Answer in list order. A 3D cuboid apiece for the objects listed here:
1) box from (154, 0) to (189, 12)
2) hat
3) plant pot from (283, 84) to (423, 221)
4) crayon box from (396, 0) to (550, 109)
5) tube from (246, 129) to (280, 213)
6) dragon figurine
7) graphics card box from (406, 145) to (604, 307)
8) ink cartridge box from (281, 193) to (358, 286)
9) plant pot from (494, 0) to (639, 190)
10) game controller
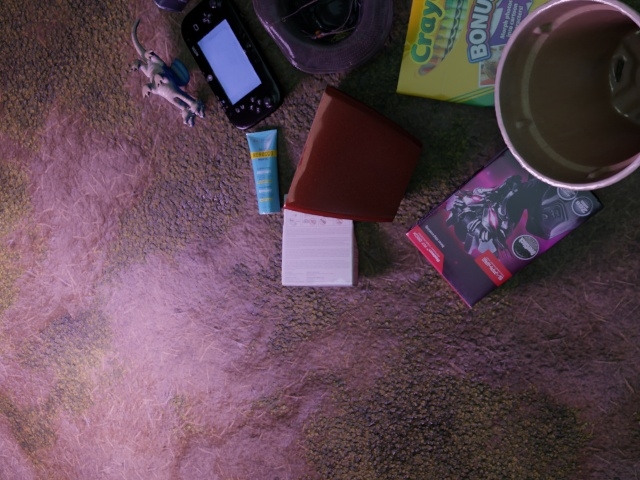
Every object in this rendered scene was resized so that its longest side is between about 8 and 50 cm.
[{"bbox_3d":[-0.351,-0.680,1.459,0.207,0.108,0.153,-44,88,20],"label":"box"},{"bbox_3d":[0.016,-0.549,1.365,0.331,0.134,0.332,7,122,12],"label":"hat"},{"bbox_3d":[0.081,-0.176,1.367,0.235,0.267,0.268,21,104,-2],"label":"plant pot"},{"bbox_3d":[0.352,-0.469,1.295,0.312,0.106,0.363,13,105,14],"label":"crayon box"},{"bbox_3d":[-0.137,-0.171,1.541,0.080,0.052,0.207,-5,94,8],"label":"tube"},{"bbox_3d":[-0.391,-0.413,1.540,0.085,0.144,0.289,-37,70,22],"label":"dragon figurine"},{"bbox_3d":[0.404,-0.049,1.377,0.371,0.094,0.233,-41,88,19],"label":"graphics card box"},{"bbox_3d":[0.000,0.000,1.542,0.188,0.066,0.233,-1,80,17],"label":"ink cartridge box"},{"bbox_3d":[0.555,-0.288,1.134,0.333,0.305,0.334,32,131,47],"label":"plant pot"},{"bbox_3d":[-0.217,-0.435,1.494,0.166,0.067,0.319,-29,92,20],"label":"game controller"}]
